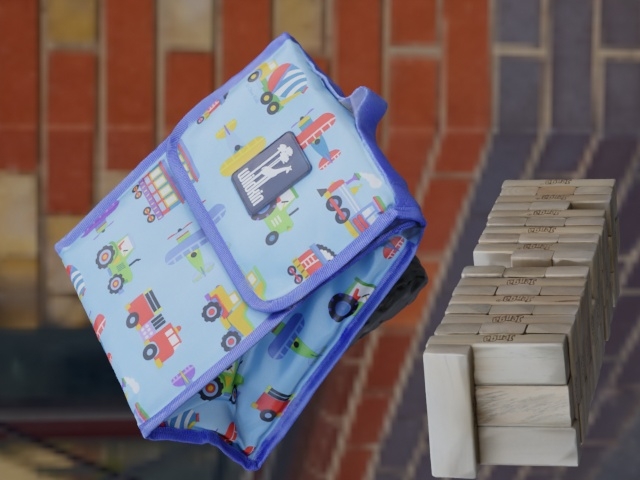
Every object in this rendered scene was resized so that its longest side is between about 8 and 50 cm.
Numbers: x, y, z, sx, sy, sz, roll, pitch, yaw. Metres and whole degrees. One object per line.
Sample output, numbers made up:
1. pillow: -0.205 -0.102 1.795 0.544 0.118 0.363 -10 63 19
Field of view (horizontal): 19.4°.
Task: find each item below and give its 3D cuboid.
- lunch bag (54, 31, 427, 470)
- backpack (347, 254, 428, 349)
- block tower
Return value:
1. lunch bag: -0.044 -0.004 1.481 0.293 0.138 0.221 -48 48 18
2. backpack: 0.000 0.000 1.676 0.182 0.152 0.115 50 136 10
3. block tower: 0.150 0.052 1.308 0.335 0.097 0.091 -54 -40 -64
